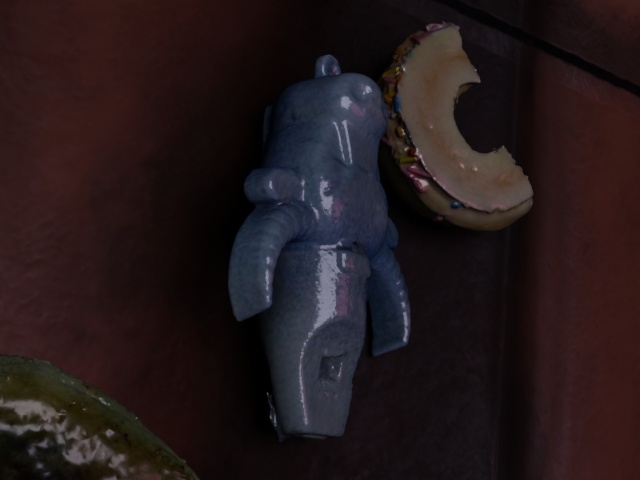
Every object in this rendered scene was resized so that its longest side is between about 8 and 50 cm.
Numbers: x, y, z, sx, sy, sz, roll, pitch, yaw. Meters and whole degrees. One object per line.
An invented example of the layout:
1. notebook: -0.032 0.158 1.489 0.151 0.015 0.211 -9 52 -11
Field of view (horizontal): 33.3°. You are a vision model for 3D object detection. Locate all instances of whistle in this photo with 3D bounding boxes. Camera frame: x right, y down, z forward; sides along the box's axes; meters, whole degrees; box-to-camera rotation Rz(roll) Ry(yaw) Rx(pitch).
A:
1. whistle: 0.000 0.000 0.724 0.180 0.093 0.269 20 65 -54

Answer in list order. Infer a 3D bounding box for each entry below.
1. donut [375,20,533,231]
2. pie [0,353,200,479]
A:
1. donut: 0.085 -0.077 0.815 0.108 0.065 0.166 -21 89 -34
2. pie: -0.180 0.207 0.567 0.323 0.070 0.323 10 70 -29
